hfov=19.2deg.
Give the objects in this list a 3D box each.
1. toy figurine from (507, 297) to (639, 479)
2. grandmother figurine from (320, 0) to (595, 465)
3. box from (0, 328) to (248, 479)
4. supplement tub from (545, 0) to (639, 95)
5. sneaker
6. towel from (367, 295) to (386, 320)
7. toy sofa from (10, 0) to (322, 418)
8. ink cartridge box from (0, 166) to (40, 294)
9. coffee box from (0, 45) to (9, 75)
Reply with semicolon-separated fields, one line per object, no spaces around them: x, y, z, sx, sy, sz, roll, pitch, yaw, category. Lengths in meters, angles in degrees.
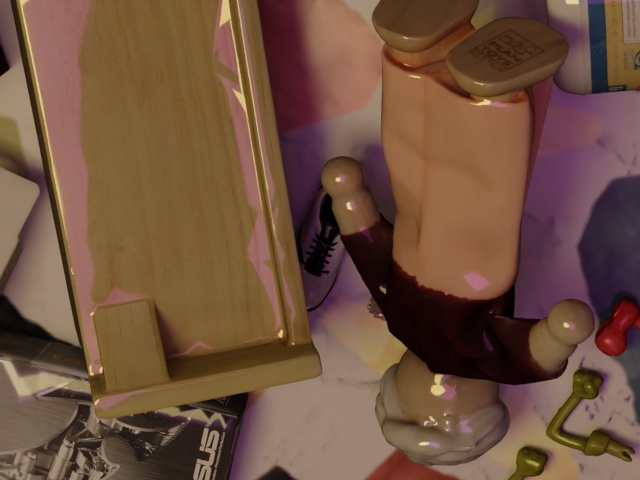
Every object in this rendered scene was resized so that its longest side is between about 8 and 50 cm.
0.265;0.126;1.183;0.191;0.217;0.362;36;105;-4;toy figurine
0.088;0.014;1.180;0.104;0.208;0.342;-24;137;-27;grandmother figurine
-0.164;0.194;1.329;0.183;0.056;0.231;15;106;2;box
0.235;-0.166;1.144;0.200;0.144;0.144;-4;105;7;supplement tub
0.000;0.000;1.266;0.040;0.044;0.109;17;108;-1;sneaker
0.079;0.035;1.285;0.083;0.009;0.060;17;105;0;towel
-0.107;-0.084;1.206;0.150;0.177;0.362;-11;103;-8;toy sofa
-0.270;0.028;1.272;0.104;0.061;0.181;26;79;-2;ink cartridge box
-0.296;-0.196;1.194;0.098;0.141;0.246;-16;104;10;coffee box
